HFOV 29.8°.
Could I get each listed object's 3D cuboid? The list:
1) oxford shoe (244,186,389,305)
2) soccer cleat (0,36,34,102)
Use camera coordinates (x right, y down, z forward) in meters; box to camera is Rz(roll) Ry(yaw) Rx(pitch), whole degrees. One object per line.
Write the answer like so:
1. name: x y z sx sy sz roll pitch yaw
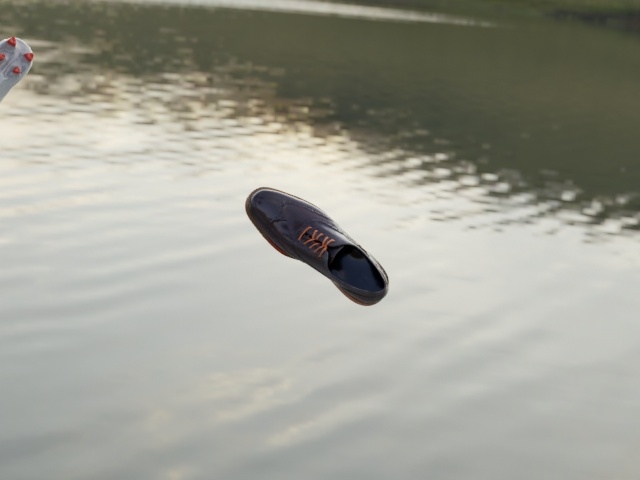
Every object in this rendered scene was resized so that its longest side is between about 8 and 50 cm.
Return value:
1. oxford shoe: 0.000 0.000 1.894 0.271 0.097 0.098 34 -8 0
2. soccer cleat: -0.415 -0.169 1.433 0.076 0.068 0.196 -25 23 53
